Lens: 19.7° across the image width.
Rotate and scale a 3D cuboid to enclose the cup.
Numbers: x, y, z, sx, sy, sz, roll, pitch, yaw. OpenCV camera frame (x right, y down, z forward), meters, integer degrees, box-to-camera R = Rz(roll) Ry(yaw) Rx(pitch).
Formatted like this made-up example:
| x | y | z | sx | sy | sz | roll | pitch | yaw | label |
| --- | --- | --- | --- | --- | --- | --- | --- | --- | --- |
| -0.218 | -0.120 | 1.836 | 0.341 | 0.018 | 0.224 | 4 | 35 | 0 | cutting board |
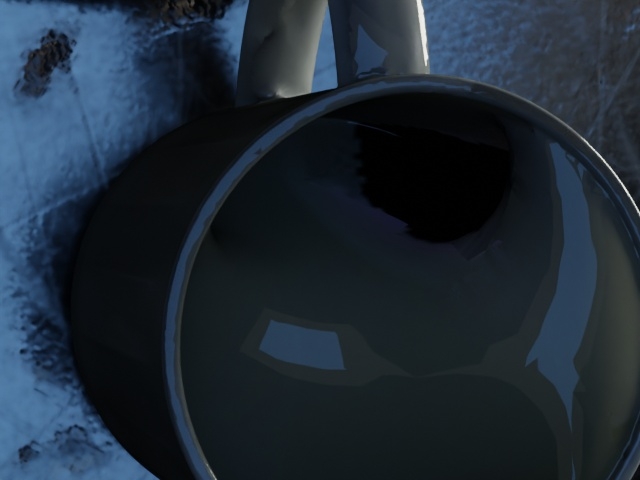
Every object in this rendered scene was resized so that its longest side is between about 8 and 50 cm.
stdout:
| x | y | z | sx | sy | sz | roll | pitch | yaw | label |
| --- | --- | --- | --- | --- | --- | --- | --- | --- | --- |
| 0.000 | 0.000 | 0.947 | 0.237 | 0.327 | 0.323 | -6 | 93 | -14 | cup |
